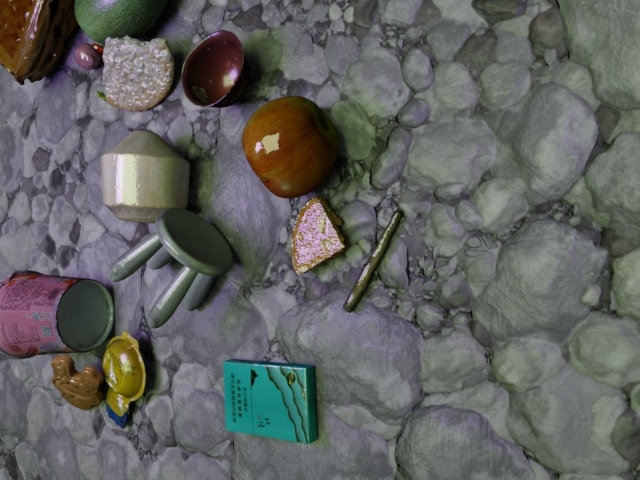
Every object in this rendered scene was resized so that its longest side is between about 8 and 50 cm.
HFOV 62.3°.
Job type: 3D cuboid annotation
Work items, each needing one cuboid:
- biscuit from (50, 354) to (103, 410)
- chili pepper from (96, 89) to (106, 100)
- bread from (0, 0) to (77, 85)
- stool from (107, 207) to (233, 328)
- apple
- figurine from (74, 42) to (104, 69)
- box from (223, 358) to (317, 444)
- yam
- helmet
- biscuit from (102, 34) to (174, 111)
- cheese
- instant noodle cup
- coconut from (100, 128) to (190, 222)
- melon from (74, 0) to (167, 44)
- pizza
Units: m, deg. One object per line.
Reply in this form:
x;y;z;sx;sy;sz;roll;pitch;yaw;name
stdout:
-0.648;0.388;1.410;0.144;0.040;0.236;28;132;4;biscuit
-0.583;-0.396;1.452;0.083;0.017;0.030;8;93;26;chili pepper
-0.809;-0.628;1.495;0.277;0.167;0.324;47;120;20;bread
-0.332;0.056;1.203;0.198;0.195;0.195;-44;83;21;stool
-0.056;-0.189;1.058;0.196;0.196;0.196;0;90;29;apple
-0.640;-0.506;1.455;0.083;0.067;0.071;12;75;45;figurine
-0.115;0.350;1.169;0.226;0.042;0.161;-3;90;30;box
0.102;0.043;1.056;0.029;0.027;0.234;25;103;-4;yam
-0.216;-0.374;1.192;0.155;0.106;0.175;33;103;23;helmet
-0.466;-0.426;1.331;0.265;0.040;0.188;-23;112;31;biscuit
-0.519;0.364;1.383;0.177;0.069;0.270;27;109;30;cheese
-0.703;0.195;1.405;0.231;0.243;0.243;-3;88;22;instant noodle cup
-0.413;-0.151;1.254;0.202;0.202;0.222;5;95;29;coconut
-0.481;-0.599;1.301;0.287;0.182;0.182;-22;79;30;melon
0.000;0.000;1.103;0.134;0.046;0.175;28;104;27;pizza
